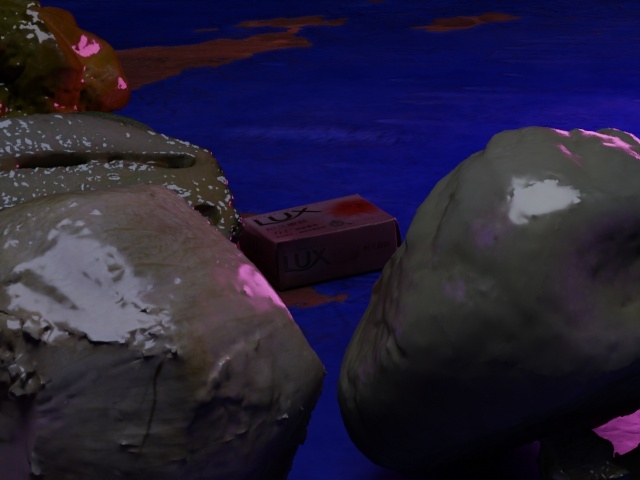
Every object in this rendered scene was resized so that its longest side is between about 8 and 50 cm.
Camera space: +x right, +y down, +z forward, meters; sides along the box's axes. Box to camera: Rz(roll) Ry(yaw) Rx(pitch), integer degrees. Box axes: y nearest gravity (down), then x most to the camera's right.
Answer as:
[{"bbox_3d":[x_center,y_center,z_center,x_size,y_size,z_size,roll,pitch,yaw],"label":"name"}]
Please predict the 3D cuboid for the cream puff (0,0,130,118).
[{"bbox_3d":[-0.428,-0.176,1.973,0.323,0.270,0.274,9,29,37],"label":"cream puff"}]

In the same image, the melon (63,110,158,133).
[{"bbox_3d":[-0.293,-0.046,1.701,0.287,0.182,0.182,-16,23,-30],"label":"melon"}]

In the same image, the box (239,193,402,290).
[{"bbox_3d":[0.000,0.000,1.694,0.156,0.060,0.111,-11,19,-21],"label":"box"}]

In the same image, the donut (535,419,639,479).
[{"bbox_3d":[0.224,0.166,1.102,0.166,0.108,0.065,-14,43,-17],"label":"donut"}]

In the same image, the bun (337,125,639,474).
[{"bbox_3d":[0.166,0.037,1.158,0.361,0.213,0.361,-17,-14,-4],"label":"bun"}]

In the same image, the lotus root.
[{"bbox_3d":[-0.220,-0.005,1.543,0.260,0.149,0.267,-16,55,-31],"label":"lotus root"}]

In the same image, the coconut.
[{"bbox_3d":[-0.163,0.109,1.092,0.297,0.297,0.254,6,19,27],"label":"coconut"}]
